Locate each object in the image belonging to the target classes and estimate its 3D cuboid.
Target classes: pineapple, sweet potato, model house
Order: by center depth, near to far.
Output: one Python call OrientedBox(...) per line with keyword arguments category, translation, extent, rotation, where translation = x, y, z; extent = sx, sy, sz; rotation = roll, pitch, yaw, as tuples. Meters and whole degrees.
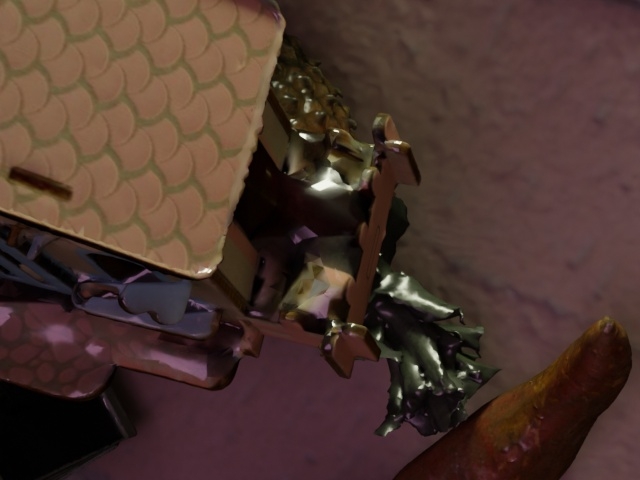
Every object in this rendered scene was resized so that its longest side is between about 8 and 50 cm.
OrientedBox(category="model house", translation=(-0.137, -0.040, 0.714), extent=(0.326, 0.244, 0.169), rotation=(14, 73, 15))
OrientedBox(category="pineapple", translation=(0.000, 0.000, 0.873), extent=(0.125, 0.125, 0.251), rotation=(-39, 83, 24))
OrientedBox(category="sweet potato", translation=(0.097, 0.117, 0.873), extent=(0.255, 0.078, 0.058), rotation=(-48, 59, 34))

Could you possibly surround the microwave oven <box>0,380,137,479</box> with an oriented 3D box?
OrientedBox(category="microwave oven", translation=(-0.289, 0.051, 0.978), extent=(0.237, 0.181, 0.295), rotation=(-33, 85, 26))
